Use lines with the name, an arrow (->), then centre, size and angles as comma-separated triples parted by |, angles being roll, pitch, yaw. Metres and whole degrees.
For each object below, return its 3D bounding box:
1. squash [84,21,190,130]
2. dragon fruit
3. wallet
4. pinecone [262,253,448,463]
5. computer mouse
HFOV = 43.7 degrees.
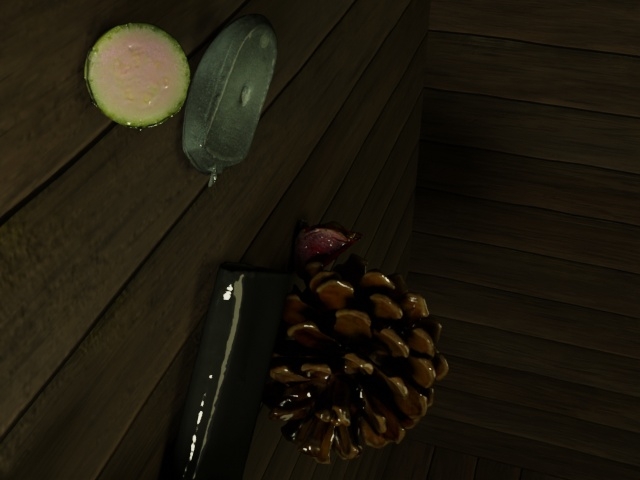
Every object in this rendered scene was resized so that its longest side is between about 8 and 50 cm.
squash -> -0.181, -0.166, 0.834 | 0.132, 0.105, 0.105 | -114, -147, -83
dragon fruit -> 0.000, 0.000, 1.587 | 0.147, 0.096, 0.102 | -38, 167, 13
wallet -> -0.145, 0.238, 1.242 | 0.228, 0.062, 0.406 | 13, 92, -73
pinecone -> 0.030, 0.236, 1.448 | 0.384, 0.384, 0.384 | 11, 90, -75
computer mouse -> -0.125, -0.185, 1.034 | 0.113, 0.068, 0.229 | 8, 104, -57
